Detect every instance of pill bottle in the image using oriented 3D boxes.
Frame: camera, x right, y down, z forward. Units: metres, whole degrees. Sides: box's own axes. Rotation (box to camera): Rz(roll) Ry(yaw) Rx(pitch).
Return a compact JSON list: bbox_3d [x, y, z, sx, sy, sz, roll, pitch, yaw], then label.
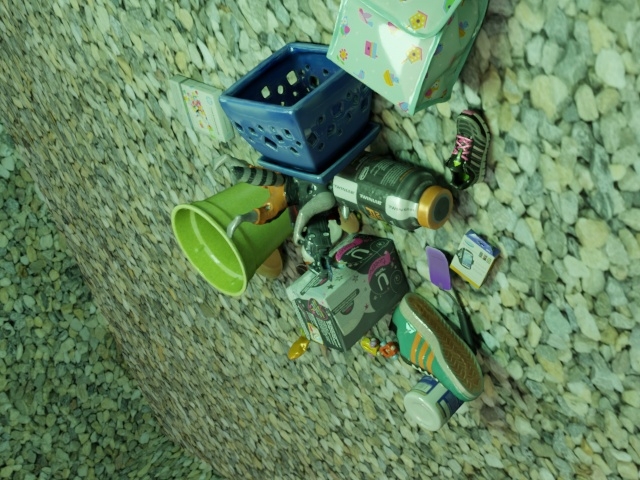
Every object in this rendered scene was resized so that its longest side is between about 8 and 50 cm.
[{"bbox_3d":[0.296,0.352,1.978,0.112,0.186,0.112,34,146,28],"label":"pill bottle"},{"bbox_3d":[0.000,0.000,2.104,0.078,0.078,0.137,46,150,9],"label":"pill bottle"},{"bbox_3d":[0.155,-0.099,1.738,0.245,0.130,0.130,24,140,39],"label":"pill bottle"}]

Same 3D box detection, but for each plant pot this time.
[{"bbox_3d":[-0.199,-0.040,2.155,0.276,0.254,0.276,35,147,27],"label":"plant pot"},{"bbox_3d":[-0.028,-0.257,1.724,0.236,0.236,0.212,19,143,42],"label":"plant pot"},{"bbox_3d":[-0.185,0.005,2.405,0.236,0.032,0.236,35,147,27],"label":"plant pot"}]

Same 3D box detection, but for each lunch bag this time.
[{"bbox_3d":[0.149,-0.383,1.418,0.223,0.160,0.262,40,137,24],"label":"lunch bag"}]

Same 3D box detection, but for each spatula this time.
[{"bbox_3d":[0.305,0.146,1.896,0.084,0.030,0.296,23,144,61],"label":"spatula"}]

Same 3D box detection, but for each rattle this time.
[{"bbox_3d":[-0.059,0.221,2.370,0.130,0.142,0.200,53,162,35],"label":"rattle"}]

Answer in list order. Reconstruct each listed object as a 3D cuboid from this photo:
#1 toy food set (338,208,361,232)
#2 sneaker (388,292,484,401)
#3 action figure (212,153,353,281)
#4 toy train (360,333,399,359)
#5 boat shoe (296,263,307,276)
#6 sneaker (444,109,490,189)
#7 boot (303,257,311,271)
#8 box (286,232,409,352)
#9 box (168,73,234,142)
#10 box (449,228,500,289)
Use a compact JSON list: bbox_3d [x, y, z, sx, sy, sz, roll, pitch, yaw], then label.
[{"bbox_3d":[0.065,-0.052,2.018,0.082,0.020,0.083,39,147,20],"label":"toy food set"},{"bbox_3d":[0.263,0.267,1.934,0.302,0.108,0.121,57,131,35],"label":"sneaker"},{"bbox_3d":[-0.050,-0.080,1.863,0.179,0.330,0.341,109,149,-43],"label":"action figure"},{"bbox_3d":[0.142,0.252,2.223,0.166,0.046,0.125,47,148,2],"label":"toy train"},{"bbox_3d":[-0.026,0.109,2.295,0.125,0.038,0.046,35,146,26],"label":"boat shoe"},{"bbox_3d":[0.272,-0.163,1.565,0.063,0.075,0.170,28,142,34],"label":"sneaker"},{"bbox_3d":[0.009,0.069,2.190,0.158,0.059,0.085,-3,116,56],"label":"boot"},{"bbox_3d":[0.069,0.116,1.968,0.142,0.247,0.163,10,131,46],"label":"box"},{"bbox_3d":[-0.314,-0.349,2.191,0.186,0.038,0.145,24,141,36],"label":"box"},{"bbox_3d":[0.327,0.036,1.755,0.081,0.028,0.136,40,146,19],"label":"box"}]
